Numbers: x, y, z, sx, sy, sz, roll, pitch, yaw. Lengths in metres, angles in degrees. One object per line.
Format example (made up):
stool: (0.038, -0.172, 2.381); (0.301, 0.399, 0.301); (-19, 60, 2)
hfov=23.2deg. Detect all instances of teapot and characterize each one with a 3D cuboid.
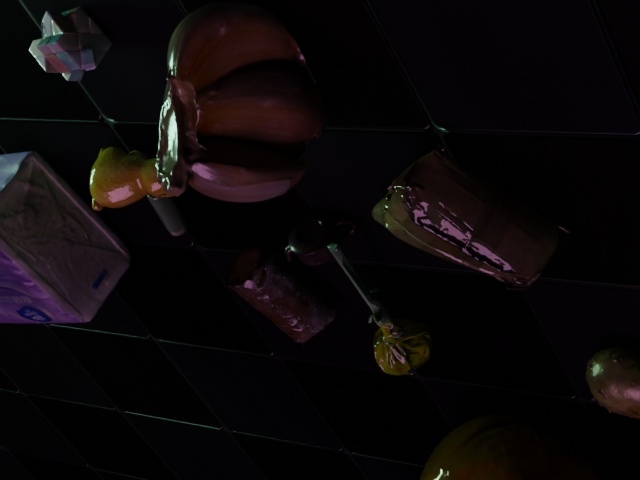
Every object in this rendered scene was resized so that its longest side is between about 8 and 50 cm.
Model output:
teapot: (0.000, 0.000, 1.921); (0.100, 0.068, 0.045); (-22, 135, 13)

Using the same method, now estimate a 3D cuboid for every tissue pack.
tissue pack: (-0.478, 0.006, 2.249); (0.338, 0.160, 0.242); (-3, 136, 43)

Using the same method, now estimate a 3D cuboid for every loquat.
loquat: (0.243, 0.381, 2.068); (0.276, 0.284, 0.276); (32, -173, -5)

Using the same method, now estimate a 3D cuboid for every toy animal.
toy animal: (-0.217, -0.078, 1.982); (0.159, 0.083, 0.070); (-3, 146, 30)

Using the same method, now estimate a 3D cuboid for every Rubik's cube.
Rubik's cube: (-0.300, -0.227, 1.823); (0.084, 0.073, 0.075); (38, 149, -18)

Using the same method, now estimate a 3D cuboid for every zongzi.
zongzi: (0.154, -0.011, 1.742); (0.194, 0.099, 0.197); (33, 161, -5)

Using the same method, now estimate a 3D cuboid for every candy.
candy: (0.070, 0.085, 1.961); (0.073, 0.077, 0.262); (7, 147, 35)

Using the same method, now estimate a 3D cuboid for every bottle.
bottle: (-0.203, -0.041, 2.067); (0.030, 0.030, 0.083); (11, 146, 29)

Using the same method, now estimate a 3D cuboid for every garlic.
garlic: (-0.098, -0.148, 1.689); (0.191, 0.214, 0.160); (-5, -175, -27)

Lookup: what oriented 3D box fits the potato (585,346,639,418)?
potato: (0.381, 0.174, 1.845); (0.137, 0.070, 0.092); (16, 149, 22)

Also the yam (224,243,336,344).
yam: (-0.053, 0.071, 2.063); (0.141, 0.079, 0.079); (43, 148, -24)
